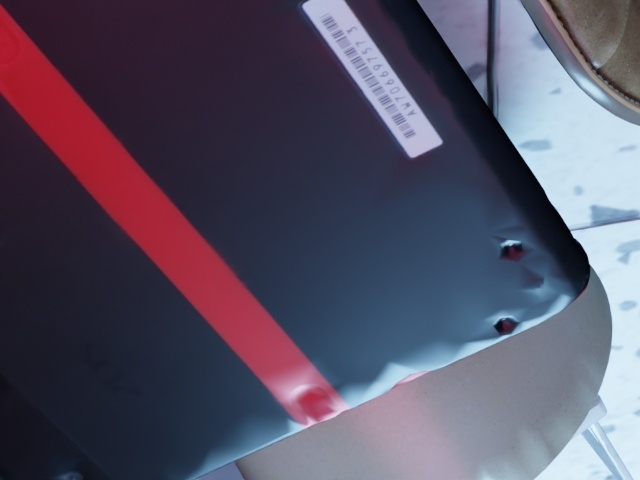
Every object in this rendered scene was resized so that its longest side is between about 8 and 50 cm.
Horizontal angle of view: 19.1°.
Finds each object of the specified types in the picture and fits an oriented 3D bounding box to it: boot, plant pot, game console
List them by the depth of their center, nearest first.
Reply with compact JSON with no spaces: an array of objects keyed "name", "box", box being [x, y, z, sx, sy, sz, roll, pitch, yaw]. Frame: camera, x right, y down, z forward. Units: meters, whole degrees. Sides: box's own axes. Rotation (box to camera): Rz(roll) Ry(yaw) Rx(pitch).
[{"name":"game console","box":[-0.097,-0.032,0.910,0.342,0.060,0.386,-27,129,16]},{"name":"boot","box":[0.149,-0.163,1.019,0.115,0.112,0.305,-35,137,15]},{"name":"plant pot","box":[0.000,0.000,1.110,0.256,0.256,0.274,-23,130,17]}]

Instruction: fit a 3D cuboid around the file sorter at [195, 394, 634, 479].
[{"name":"file sorter","box":[0.050,0.166,1.288,0.277,0.193,0.173,-35,138,0]}]
